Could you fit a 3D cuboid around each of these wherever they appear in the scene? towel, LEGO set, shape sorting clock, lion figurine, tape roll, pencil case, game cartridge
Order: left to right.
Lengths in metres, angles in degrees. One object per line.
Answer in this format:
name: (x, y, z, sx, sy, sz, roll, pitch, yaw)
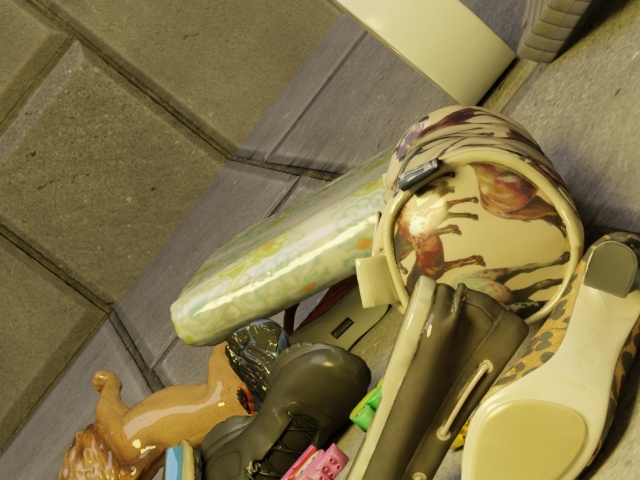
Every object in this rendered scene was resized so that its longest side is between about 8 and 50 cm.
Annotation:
shape sorting clock: (-0.156, 0.321, 1.850, 0.206, 0.040, 0.206, -176, 90, -82)
lion figurine: (-0.171, 0.224, 2.088, 0.392, 0.142, 0.240, -36, 28, 16)
towel: (0.000, 0.000, 1.996, 0.320, 0.090, 0.374, -30, 6, 10)
LEGO set: (0.079, 0.165, 1.493, 0.227, 0.087, 0.093, -48, 14, -12)
tape roll: (0.119, -0.294, 2.223, 0.100, 0.286, 0.286, -51, 12, 6)
pencil case: (0.130, -0.027, 1.538, 0.410, 0.183, 0.160, -71, -22, -79)
game cartridge: (0.311, -0.414, 2.011, 0.230, 0.068, 0.355, 127, 155, -71)

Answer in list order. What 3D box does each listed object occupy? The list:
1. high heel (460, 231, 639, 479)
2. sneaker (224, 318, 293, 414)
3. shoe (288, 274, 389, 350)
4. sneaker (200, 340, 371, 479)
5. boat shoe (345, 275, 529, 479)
high heel: (0.189, 0.116, 1.303, 0.261, 0.093, 0.186, -64, -13, 7)
sneaker: (-0.049, 0.141, 1.898, 0.087, 0.083, 0.221, -37, -21, -17)
shoe: (0.015, 0.097, 1.997, 0.178, 0.063, 0.081, -42, 13, 21)
sneaker: (-0.039, 0.217, 1.783, 0.286, 0.109, 0.130, -51, 19, 39)
boat shoe: (0.072, 0.188, 1.363, 0.112, 0.095, 0.335, -65, -6, -65)
